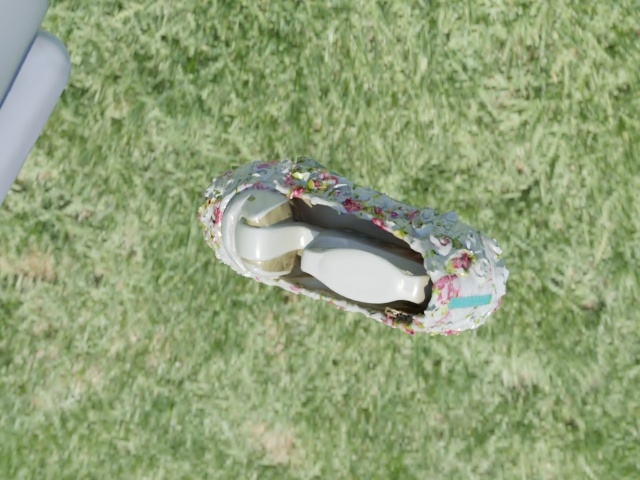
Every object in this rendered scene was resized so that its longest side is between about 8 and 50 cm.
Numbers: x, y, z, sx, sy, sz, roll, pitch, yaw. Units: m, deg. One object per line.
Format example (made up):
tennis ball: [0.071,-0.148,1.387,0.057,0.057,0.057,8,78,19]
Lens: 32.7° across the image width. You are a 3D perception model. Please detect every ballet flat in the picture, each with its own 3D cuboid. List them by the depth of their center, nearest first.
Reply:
ballet flat: [0.000,0.000,0.673,0.241,0.077,0.091,13,107,35]

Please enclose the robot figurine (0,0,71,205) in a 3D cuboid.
robot figurine: [-0.242,-0.109,0.507,0.199,0.354,0.300,16,168,33]
